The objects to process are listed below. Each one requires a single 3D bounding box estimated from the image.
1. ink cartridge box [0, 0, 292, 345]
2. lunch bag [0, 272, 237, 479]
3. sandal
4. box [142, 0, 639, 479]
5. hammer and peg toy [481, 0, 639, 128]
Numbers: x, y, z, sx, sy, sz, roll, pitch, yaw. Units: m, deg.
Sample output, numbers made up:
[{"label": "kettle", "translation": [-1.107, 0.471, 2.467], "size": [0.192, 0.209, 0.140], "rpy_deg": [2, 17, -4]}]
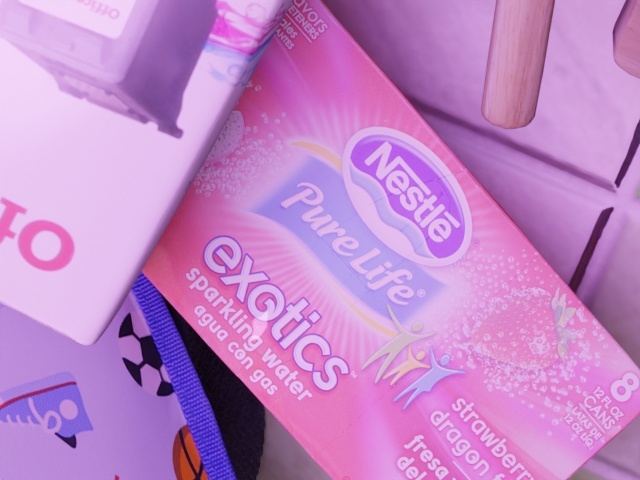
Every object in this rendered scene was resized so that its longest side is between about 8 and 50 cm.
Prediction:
[{"label": "ink cartridge box", "translation": [-0.104, -0.150, 0.612], "size": [0.226, 0.131, 0.306], "rpy_deg": [27, 100, -5]}, {"label": "lunch bag", "translation": [-0.246, 0.103, 0.828], "size": [0.239, 0.328, 0.385], "rpy_deg": [-25, 88, 49]}, {"label": "sandal", "translation": [-0.082, 0.059, 0.938], "size": [0.054, 0.097, 0.254], "rpy_deg": [-1, 108, 23]}, {"label": "box", "translation": [0.000, 0.000, 0.794], "size": [0.142, 0.154, 0.300], "rpy_deg": [-42, 98, 0]}, {"label": "hammer and peg toy", "translation": [0.219, -0.145, 0.615], "size": [0.361, 0.127, 0.266], "rpy_deg": [17, 126, -4]}]
